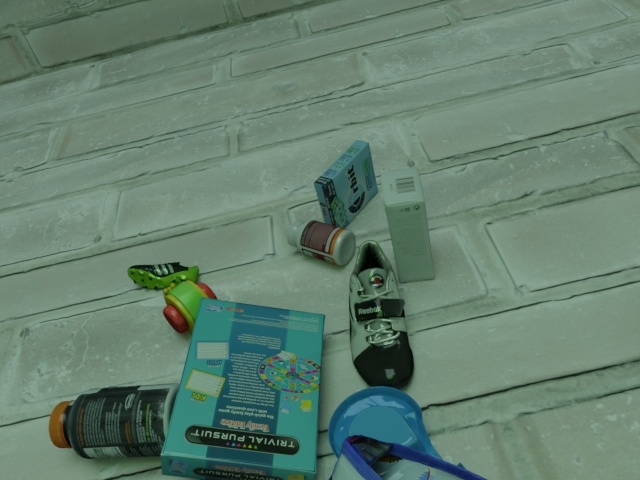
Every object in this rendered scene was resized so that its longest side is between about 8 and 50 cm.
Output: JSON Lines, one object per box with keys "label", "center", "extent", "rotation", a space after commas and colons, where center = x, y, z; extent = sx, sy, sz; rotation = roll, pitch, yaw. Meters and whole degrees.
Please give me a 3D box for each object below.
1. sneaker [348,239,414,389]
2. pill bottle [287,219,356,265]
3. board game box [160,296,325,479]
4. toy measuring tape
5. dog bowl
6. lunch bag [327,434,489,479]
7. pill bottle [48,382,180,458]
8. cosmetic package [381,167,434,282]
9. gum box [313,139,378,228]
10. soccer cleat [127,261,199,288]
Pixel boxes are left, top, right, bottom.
{"label": "sneaker", "center": [0.106, 0.136, 1.214], "extent": [0.122, 0.146, 0.331], "rotation": [-11, 43, 3]}
{"label": "pill bottle", "center": [0.000, 0.000, 1.434], "extent": [0.152, 0.086, 0.086], "rotation": [17, 51, 30]}
{"label": "board game box", "center": [-0.128, 0.271, 1.125], "extent": [0.253, 0.079, 0.336], "rotation": [8, 44, -4]}
{"label": "toy measuring tape", "center": [-0.242, 0.169, 1.302], "extent": [0.121, 0.121, 0.330], "rotation": [-40, 47, -25]}
{"label": "dog bowl", "center": [0.130, 0.376, 0.996], "extent": [0.165, 0.074, 0.297], "rotation": [-26, 43, -12]}
{"label": "lunch bag", "center": [0.140, 0.442, 0.669], "extent": [0.385, 0.239, 0.328], "rotation": [22, 95, 25]}
{"label": "pill bottle", "center": [-0.376, 0.339, 1.143], "extent": [0.245, 0.130, 0.130], "rotation": [-6, 42, 10]}
{"label": "cosmetic package", "center": [0.187, -0.029, 1.300], "extent": [0.085, 0.231, 0.117], "rotation": [-8, 41, 8]}
{"label": "gum box", "center": [0.067, -0.131, 1.504], "extent": [0.041, 0.157, 0.184], "rotation": [19, 52, 33]}
{"label": "soccer cleat", "center": [-0.381, 0.082, 1.487], "extent": [0.178, 0.060, 0.072], "rotation": [6, 36, 13]}
